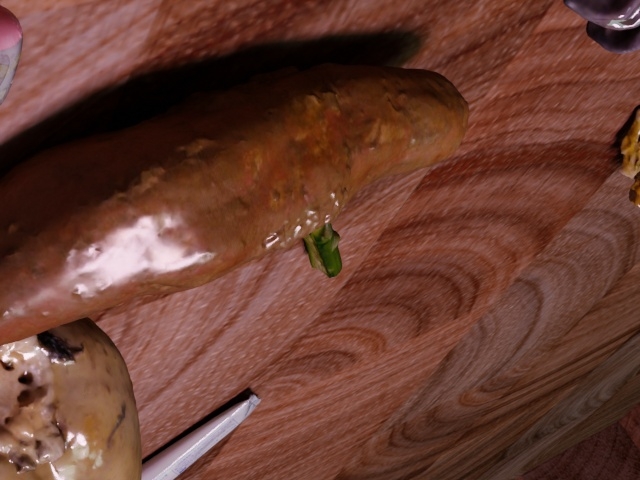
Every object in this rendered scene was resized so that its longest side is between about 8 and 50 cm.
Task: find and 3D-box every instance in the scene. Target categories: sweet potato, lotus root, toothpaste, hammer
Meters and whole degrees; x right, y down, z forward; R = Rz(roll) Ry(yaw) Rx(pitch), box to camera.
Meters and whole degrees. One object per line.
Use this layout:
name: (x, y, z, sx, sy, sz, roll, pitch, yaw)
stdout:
sweet potato: (-0.054, -0.027, 0.703, 0.355, 0.095, 0.106, -26, 156, -28)
lotus root: (-0.182, 0.131, 0.809, 0.160, 0.146, 0.284, -16, 159, -19)
toothpaste: (-0.142, 0.204, 1.249, 0.218, 0.033, 0.052, -36, 166, -4)
hammer: (-0.156, -0.067, 0.539, 0.083, 0.031, 0.052, -10, 149, -30)

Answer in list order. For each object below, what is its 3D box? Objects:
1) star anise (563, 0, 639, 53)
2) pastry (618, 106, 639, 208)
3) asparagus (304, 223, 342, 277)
star anise: (0.266, -0.192, 0.815, 0.283, 0.129, 0.212, -25, 177, -15)
pastry: (0.361, -0.097, 1.227, 0.250, 0.102, 0.154, -40, 160, 18)
asparagus: (0.001, 0.000, 0.983, 0.021, 0.025, 0.108, -51, 163, -14)
